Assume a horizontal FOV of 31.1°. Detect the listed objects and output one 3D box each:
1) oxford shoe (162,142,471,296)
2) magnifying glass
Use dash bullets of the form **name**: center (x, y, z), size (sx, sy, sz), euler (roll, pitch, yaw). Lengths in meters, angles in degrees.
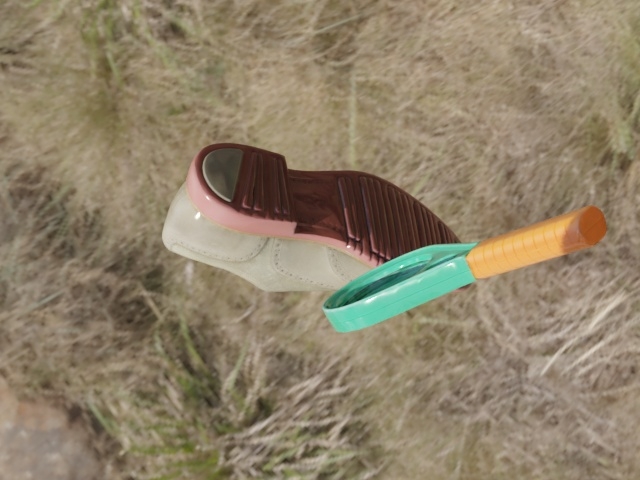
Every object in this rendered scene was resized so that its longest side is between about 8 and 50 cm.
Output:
- **oxford shoe**: center (0.000, 0.000, 1.222), size (0.348, 0.123, 0.130), euler (19, 135, -24)
- **magnifying glass**: center (0.087, 0.017, 0.751), size (0.231, 0.092, 0.026), euler (-18, 102, 49)
